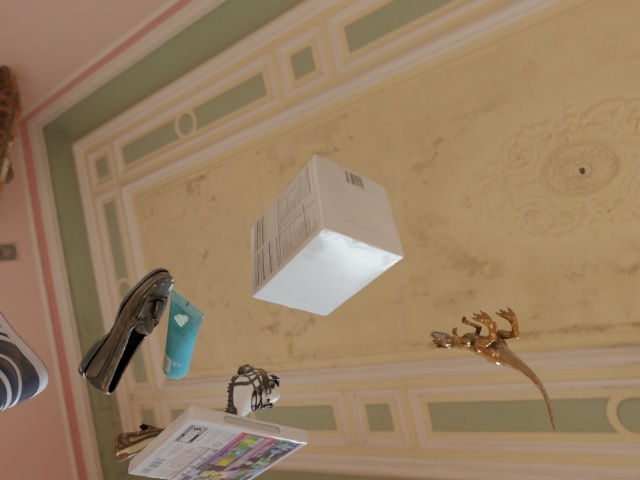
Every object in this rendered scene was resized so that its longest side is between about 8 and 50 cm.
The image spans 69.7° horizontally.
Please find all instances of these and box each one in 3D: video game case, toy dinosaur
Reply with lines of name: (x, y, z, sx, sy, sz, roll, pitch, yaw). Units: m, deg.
video game case: (-0.149, 0.306, 0.665, 0.201, 0.183, 0.023, -45, -146, 31)
toy dinosaur: (0.263, 0.162, 0.674, 0.211, 0.064, 0.112, 24, -57, 48)

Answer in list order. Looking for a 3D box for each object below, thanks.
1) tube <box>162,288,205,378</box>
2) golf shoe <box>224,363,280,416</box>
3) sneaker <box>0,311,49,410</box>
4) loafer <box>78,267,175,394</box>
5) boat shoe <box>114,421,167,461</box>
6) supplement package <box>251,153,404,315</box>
tube: (-0.266, 0.185, 0.878, 0.080, 0.052, 0.207, 30, -52, 11)
golf shoe: (-0.126, 0.291, 0.880, 0.094, 0.198, 0.077, 8, -82, 3)
sneaker: (-0.620, 0.185, 0.796, 0.099, 0.153, 0.282, -44, -86, 2)
loafer: (-0.367, 0.182, 0.917, 0.084, 0.096, 0.267, 37, -89, 22)
boat shoe: (-0.589, 0.670, 1.589, 0.095, 0.257, 0.095, -34, -110, 20)
supplement package: (0.000, 0.000, 0.982, 0.263, 0.199, 0.198, -43, -139, 37)
